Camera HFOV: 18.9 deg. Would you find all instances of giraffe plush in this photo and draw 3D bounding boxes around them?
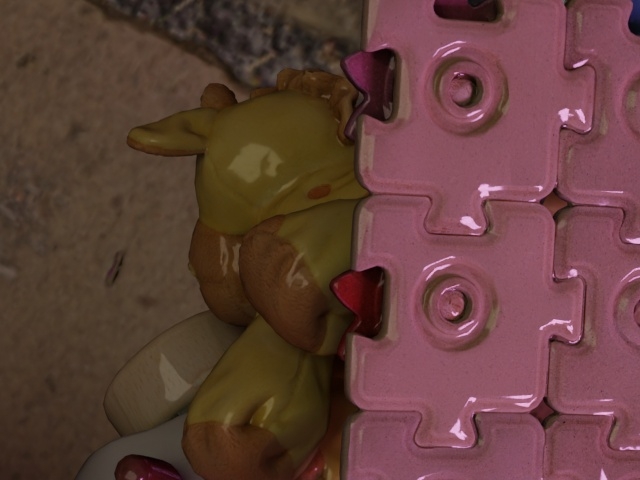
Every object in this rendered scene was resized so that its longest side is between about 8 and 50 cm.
[{"bbox_3d":[0.000,0.000,0.842,0.170,0.181,0.210,36,93,41],"label":"giraffe plush"}]

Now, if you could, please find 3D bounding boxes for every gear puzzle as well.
[{"bbox_3d":[0.083,0.072,0.743,0.175,0.044,0.339,2,92,-18],"label":"gear puzzle"}]

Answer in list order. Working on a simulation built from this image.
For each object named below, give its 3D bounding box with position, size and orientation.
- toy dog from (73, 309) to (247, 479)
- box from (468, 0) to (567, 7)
[{"bbox_3d":[-0.124,0.180,0.877,0.220,0.161,0.334,32,93,26],"label":"toy dog"},{"bbox_3d":[0.224,-0.158,0.809,0.395,0.097,0.318,43,98,20],"label":"box"}]
